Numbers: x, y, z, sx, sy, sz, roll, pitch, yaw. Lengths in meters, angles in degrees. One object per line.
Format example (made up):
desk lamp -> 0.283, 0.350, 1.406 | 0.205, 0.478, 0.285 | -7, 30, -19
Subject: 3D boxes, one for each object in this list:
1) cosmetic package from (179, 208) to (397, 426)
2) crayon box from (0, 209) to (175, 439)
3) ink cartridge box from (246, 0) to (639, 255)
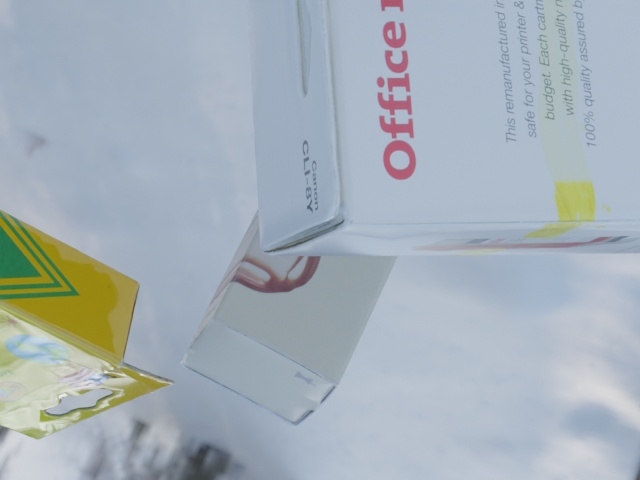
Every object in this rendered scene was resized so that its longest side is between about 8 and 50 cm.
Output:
cosmetic package -> 0.000, 0.000, 1.755 | 0.129, 0.296, 0.153 | 28, 153, -6
crayon box -> -0.292, 0.050, 1.530 | 0.318, 0.081, 0.202 | 31, 143, -33
ink cartridge box -> 0.148, -0.135, 1.369 | 0.385, 0.279, 0.160 | 0, 171, -23
